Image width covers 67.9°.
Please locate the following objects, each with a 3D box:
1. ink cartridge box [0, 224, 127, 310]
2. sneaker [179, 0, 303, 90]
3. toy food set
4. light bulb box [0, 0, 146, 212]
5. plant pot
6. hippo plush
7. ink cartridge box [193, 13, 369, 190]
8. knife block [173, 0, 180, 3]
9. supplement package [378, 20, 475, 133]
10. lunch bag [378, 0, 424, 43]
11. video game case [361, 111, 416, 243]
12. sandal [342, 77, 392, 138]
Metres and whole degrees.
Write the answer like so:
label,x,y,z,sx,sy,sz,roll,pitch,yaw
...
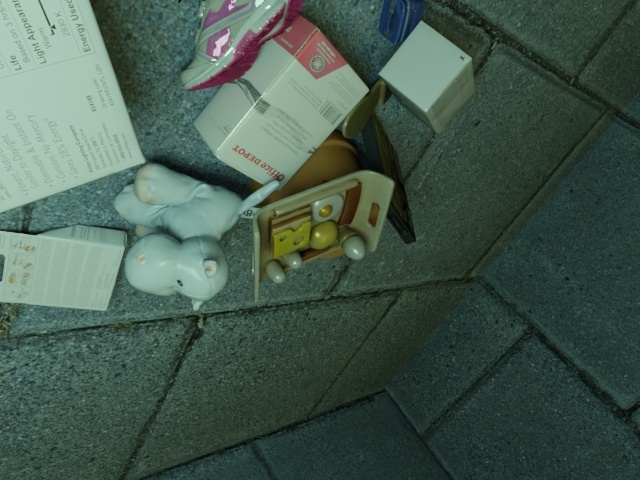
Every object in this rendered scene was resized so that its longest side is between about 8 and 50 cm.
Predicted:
label,x,y,z,sx,sy,sz,roll,pitch,yaw
ink cartridge box,-0.523,0.049,0.936,0.233,0.066,0.189,13,124,-27
sneaker,-0.150,-0.344,0.774,0.252,0.111,0.103,-34,-175,26
toy food set,0.000,0.000,0.956,0.306,0.092,0.219,-23,146,-25
light bulb box,-0.441,-0.214,0.512,0.361,0.225,0.357,-25,146,-20
plant pot,0.007,-0.095,1.129,0.291,0.203,0.290,-27,145,-21
hippo plush,-0.250,0.017,0.907,0.295,0.236,0.234,9,147,-20
ink cartridge box,-0.075,-0.261,0.922,0.283,0.117,0.207,-47,147,11
knife block,-0.189,-0.459,0.591,0.242,0.088,0.275,-30,147,-16
supplement package,0.244,-0.349,1.050,0.139,0.134,0.244,-50,166,14
lunch bag,0.159,-0.452,0.969,0.065,0.067,0.098,-22,145,-25
video game case,0.164,-0.158,1.161,0.035,0.274,0.248,-17,153,19
sandal,0.082,-0.312,1.060,0.240,0.079,0.088,-50,158,-33
